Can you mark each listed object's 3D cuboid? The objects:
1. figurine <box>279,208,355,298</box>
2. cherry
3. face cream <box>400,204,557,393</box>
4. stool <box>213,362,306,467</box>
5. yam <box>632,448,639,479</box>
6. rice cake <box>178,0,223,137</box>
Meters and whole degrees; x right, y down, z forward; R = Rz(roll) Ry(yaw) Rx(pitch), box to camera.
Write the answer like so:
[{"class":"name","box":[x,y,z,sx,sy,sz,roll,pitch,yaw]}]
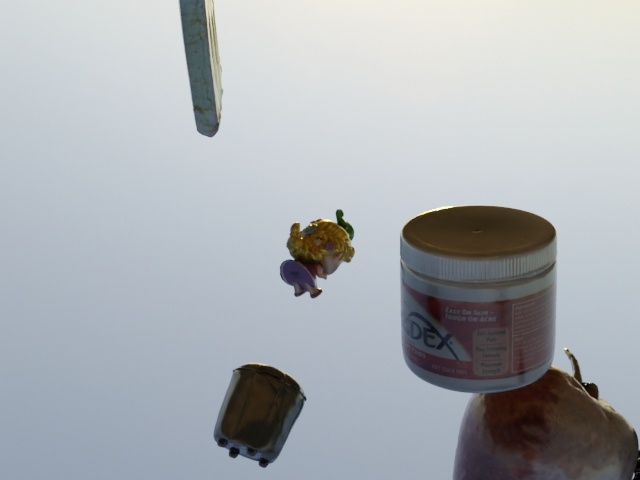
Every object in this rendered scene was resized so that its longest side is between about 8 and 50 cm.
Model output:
[{"class":"figurine","box":[0.000,0.000,1.663,0.094,0.115,0.156,12,-142,36]},{"class":"cherry","box":[0.400,0.382,1.955,0.326,0.335,0.291,6,-168,-20]},{"class":"face cream","box":[0.202,0.072,1.410,0.201,0.187,0.201,-3,-159,1]},{"class":"stool","box":[-0.075,0.207,1.308,0.096,0.110,0.096,18,157,8]},{"class":"yam","box":[0.677,0.415,2.000,0.195,0.195,0.300,22,-168,20]},{"class":"rice cake","box":[-0.143,-0.253,1.317,0.037,0.198,0.189,-5,-147,-1]}]
